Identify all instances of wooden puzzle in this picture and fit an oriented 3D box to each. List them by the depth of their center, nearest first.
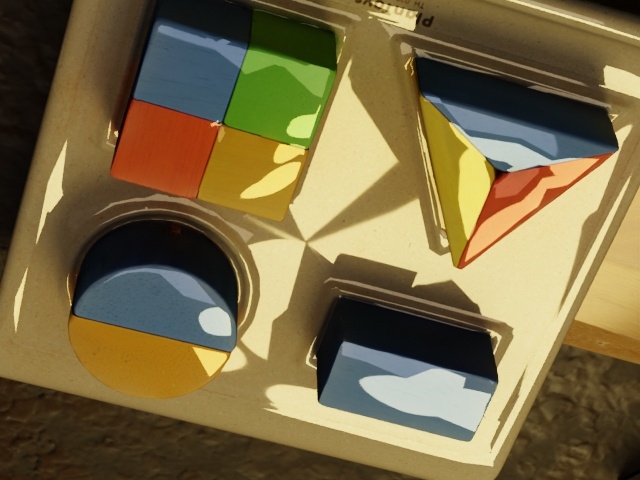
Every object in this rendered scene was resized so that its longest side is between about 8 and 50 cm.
[{"bbox_3d":[0.000,0.000,0.850,0.322,0.080,0.348,15,125,-10],"label":"wooden puzzle"}]

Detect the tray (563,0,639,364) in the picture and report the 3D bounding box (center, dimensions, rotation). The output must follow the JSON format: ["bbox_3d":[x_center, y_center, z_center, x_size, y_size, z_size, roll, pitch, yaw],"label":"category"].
[{"bbox_3d":[0.119,-0.048,0.909,0.411,0.076,0.203,15,125,-11],"label":"tray"}]

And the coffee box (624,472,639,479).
[{"bbox_3d":[0.376,0.189,1.049,0.297,0.119,0.168,-30,119,20],"label":"coffee box"}]
